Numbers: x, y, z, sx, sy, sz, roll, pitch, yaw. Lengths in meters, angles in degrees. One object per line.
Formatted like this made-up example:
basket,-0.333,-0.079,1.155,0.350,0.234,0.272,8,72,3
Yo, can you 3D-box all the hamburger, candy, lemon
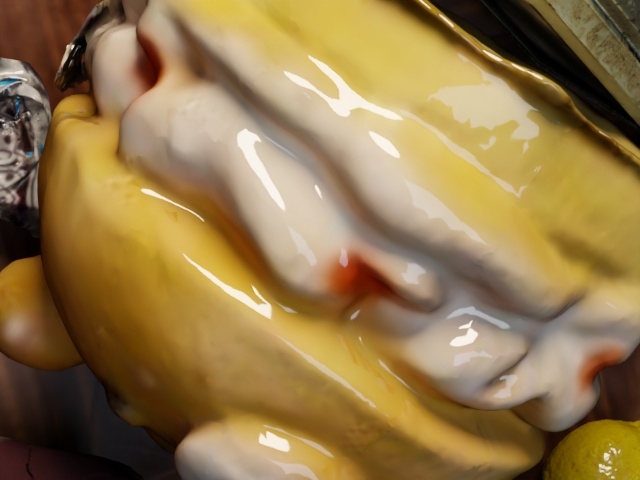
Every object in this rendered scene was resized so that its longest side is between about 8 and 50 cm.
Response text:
hamburger,0.000,0.000,0.726,0.276,0.276,0.237,32,101,-27
candy,-0.212,-0.036,0.737,0.226,0.051,0.094,1,106,-23
lemon,0.149,0.126,0.928,0.083,0.062,0.062,-45,116,-4

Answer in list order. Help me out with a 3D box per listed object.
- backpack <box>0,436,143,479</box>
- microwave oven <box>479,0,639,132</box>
backpack,-0.228,0.206,0.713,0.283,0.197,0.317,27,94,-28
microwave oven,0.129,-0.155,0.763,0.163,0.129,0.205,-50,141,4
